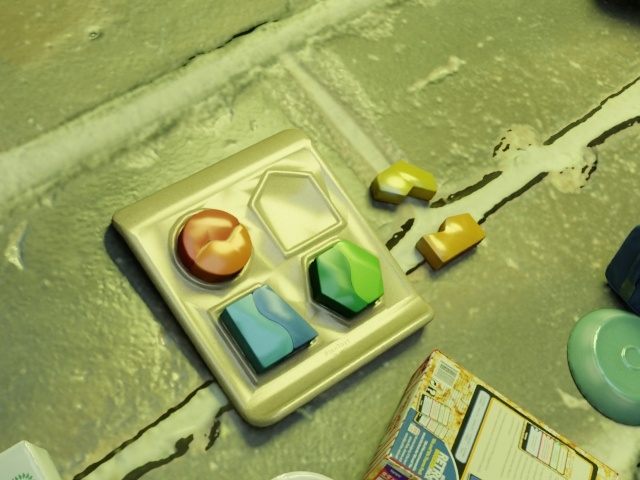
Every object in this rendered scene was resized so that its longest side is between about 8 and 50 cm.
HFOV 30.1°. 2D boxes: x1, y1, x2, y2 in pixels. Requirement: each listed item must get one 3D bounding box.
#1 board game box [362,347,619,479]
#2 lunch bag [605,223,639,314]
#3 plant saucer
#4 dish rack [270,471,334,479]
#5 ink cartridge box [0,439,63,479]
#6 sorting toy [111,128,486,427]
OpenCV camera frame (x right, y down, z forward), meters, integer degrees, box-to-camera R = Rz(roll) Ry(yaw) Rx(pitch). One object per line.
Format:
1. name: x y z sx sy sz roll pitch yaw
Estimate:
1. board game box: 0.144 0.195 0.974 0.193 0.045 0.147 35 38 0
2. lunch bag: 0.322 0.020 1.132 0.065 0.098 0.067 -23 59 -35
3. plant saucer: 0.290 0.114 1.116 0.119 0.021 0.119 9 59 -16
4. dish rack: 0.055 0.345 0.867 0.332 0.072 0.286 33 55 -2
5. ink cartridge box: -0.180 0.313 0.761 0.165 0.065 0.333 -29 73 -6
6. sorting toy: 0.000 0.000 1.055 0.307 0.041 0.229 -30 76 -32
